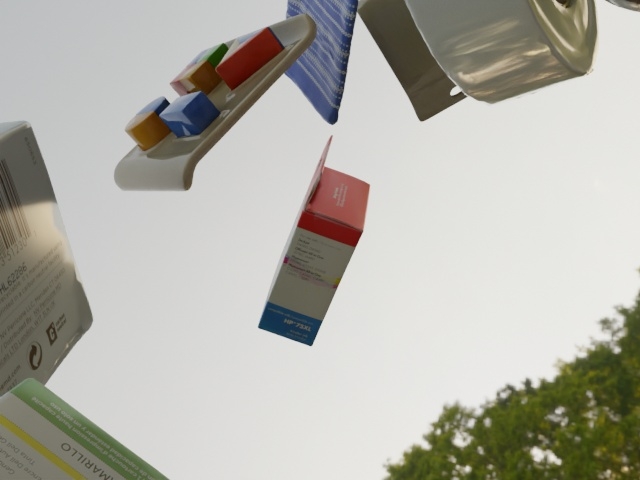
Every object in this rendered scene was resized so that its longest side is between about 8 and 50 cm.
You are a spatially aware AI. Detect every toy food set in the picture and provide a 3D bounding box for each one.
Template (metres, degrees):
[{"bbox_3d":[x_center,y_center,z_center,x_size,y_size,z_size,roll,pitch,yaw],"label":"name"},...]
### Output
[{"bbox_3d":[0.218,-0.403,1.402,0.306,0.220,0.092,64,-173,25],"label":"toy food set"}]

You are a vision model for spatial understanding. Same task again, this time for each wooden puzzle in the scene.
[{"bbox_3d":[-0.198,-0.235,1.195,0.080,0.322,0.348,45,-111,-28],"label":"wooden puzzle"}]

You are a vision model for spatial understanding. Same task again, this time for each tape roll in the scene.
[{"bbox_3d":[0.175,-0.281,0.708,0.286,0.100,0.286,23,-120,-48],"label":"tape roll"}]

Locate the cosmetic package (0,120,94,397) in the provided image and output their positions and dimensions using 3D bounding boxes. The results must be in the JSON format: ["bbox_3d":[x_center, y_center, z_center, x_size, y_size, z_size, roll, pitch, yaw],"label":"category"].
[{"bbox_3d":[-0.570,0.062,0.924,0.329,0.394,0.327,-74,-23,-64],"label":"cosmetic package"}]

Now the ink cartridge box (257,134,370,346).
[{"bbox_3d":[0.000,0.000,0.910,0.078,0.231,0.134,21,-150,-4],"label":"ink cartridge box"}]

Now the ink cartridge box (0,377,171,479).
[{"bbox_3d":[-0.126,0.171,0.270,0.171,0.056,0.235,36,-156,3],"label":"ink cartridge box"}]

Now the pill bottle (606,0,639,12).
[{"bbox_3d":[0.272,-0.277,0.518,0.117,0.215,0.117,2,-116,-4],"label":"pill bottle"}]

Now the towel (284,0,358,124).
[{"bbox_3d":[-0.009,-0.409,1.327,0.040,0.243,0.336,-14,-42,-23],"label":"towel"}]
